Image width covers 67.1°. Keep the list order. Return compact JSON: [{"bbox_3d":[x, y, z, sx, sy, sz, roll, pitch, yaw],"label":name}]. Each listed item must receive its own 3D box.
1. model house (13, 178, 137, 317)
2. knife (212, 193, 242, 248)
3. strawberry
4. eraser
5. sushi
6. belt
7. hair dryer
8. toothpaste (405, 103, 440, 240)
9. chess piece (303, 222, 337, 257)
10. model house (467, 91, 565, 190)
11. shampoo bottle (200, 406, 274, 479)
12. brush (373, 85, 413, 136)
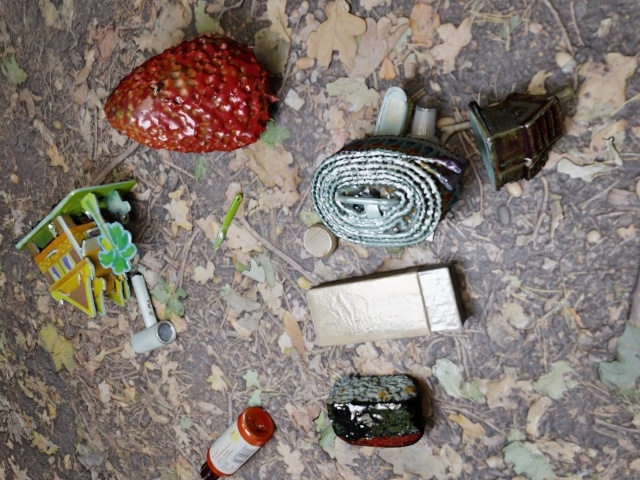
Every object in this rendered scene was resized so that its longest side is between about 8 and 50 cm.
[{"bbox_3d":[-0.616,0.035,1.380,0.357,0.242,0.313,-32,92,26],"label":"model house"},{"bbox_3d":[-0.249,-0.045,1.281,0.026,0.022,0.184,50,120,39],"label":"knife"},{"bbox_3d":[-0.276,-0.313,1.070,0.292,0.343,0.292,19,123,33],"label":"strawberry"},{"bbox_3d":[0.141,0.145,1.088,0.343,0.078,0.144,-12,94,27],"label":"eraser"},{"bbox_3d":[0.127,0.386,1.107,0.225,0.136,0.126,-1,107,22],"label":"sushi"},{"bbox_3d":[0.129,-0.093,0.953,0.294,0.160,0.207,10,119,23],"label":"belt"},{"bbox_3d":[-0.529,0.211,1.443,0.131,0.073,0.237,-22,86,29],"label":"hair dryer"},{"bbox_3d":[0.203,-0.141,1.021,0.099,0.068,0.283,29,120,49],"label":"toothpaste"},{"bbox_3d":[0.000,0.000,1.155,0.083,0.038,0.084,4,100,24],"label":"chess piece"},{"bbox_3d":[0.377,-0.193,0.909,0.152,0.106,0.165,-18,127,17],"label":"model house"},{"bbox_3d":[-0.245,0.582,1.343,0.104,0.104,0.278,46,115,12],"label":"shampoo bottle"},{"bbox_3d":[0.142,-0.185,1.047,0.068,0.060,0.297,38,127,34],"label":"brush"}]
